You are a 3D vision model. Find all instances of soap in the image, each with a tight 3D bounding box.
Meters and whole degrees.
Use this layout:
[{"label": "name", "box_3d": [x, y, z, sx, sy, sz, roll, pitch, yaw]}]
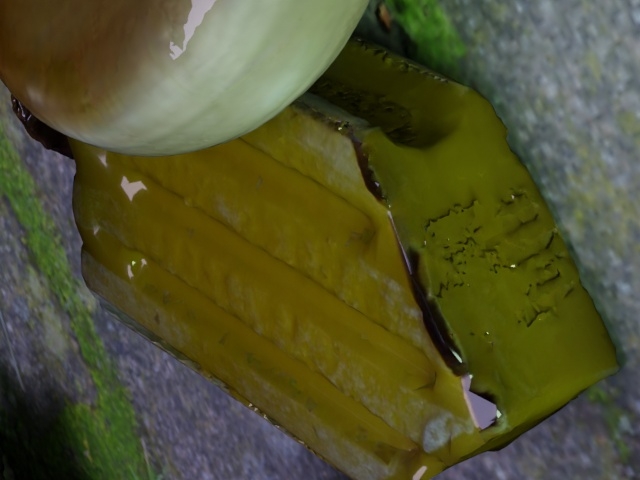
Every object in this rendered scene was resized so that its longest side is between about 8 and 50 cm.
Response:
[{"label": "soap", "box_3d": [0.000, 0.000, 0.654, 0.257, 0.080, 0.160, 30, 131, 38]}]

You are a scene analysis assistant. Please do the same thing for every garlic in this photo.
[{"label": "garlic", "box_3d": [-0.041, -0.140, 0.583, 0.228, 0.110, 0.217, -31, 58, 45]}]

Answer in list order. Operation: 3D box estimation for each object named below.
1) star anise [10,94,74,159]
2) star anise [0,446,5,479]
[{"label": "star anise", "box_3d": [-0.161, -0.098, 0.755, 0.140, 0.144, 0.158, 9, 116, 58]}, {"label": "star anise", "box_3d": [-0.208, 0.180, 0.963, 0.262, 0.081, 0.230, -116, 13, -46]}]
